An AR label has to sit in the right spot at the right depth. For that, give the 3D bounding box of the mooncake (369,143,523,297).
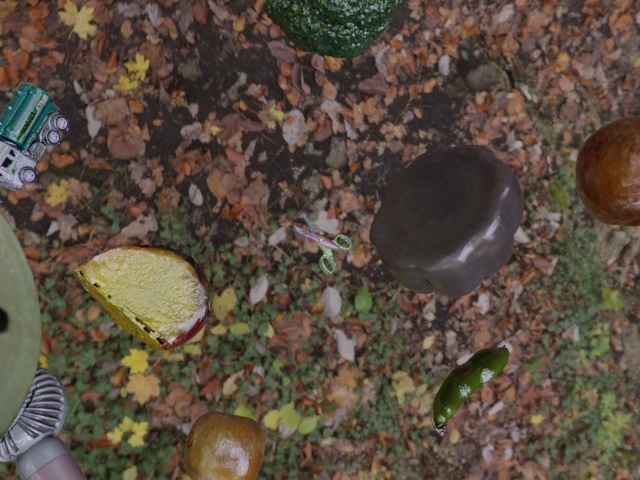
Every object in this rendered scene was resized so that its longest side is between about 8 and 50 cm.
[{"bbox_3d":[0.252,-0.038,1.066,0.306,0.306,0.154,-36,134,9],"label":"mooncake"}]

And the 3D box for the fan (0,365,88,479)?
[{"bbox_3d":[-0.384,0.273,0.713,0.130,0.244,0.074,-35,165,-20],"label":"fan"}]

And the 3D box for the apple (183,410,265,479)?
[{"bbox_3d":[-0.245,0.541,1.372,0.211,0.187,0.211,11,157,5],"label":"apple"}]

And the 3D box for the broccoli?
[{"bbox_3d":[0.027,-0.509,1.056,0.298,0.297,0.297,-19,117,-4],"label":"broccoli"}]

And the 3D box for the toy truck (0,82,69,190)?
[{"bbox_3d":[-0.249,-0.086,0.443,0.044,0.039,0.083,47,59,-53],"label":"toy truck"}]

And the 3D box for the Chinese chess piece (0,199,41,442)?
[{"bbox_3d":[-0.404,0.062,0.451,0.147,0.349,0.349,-18,128,12],"label":"Chinese chess piece"}]

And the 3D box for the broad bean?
[{"bbox_3d":[0.274,0.262,0.994,0.255,0.065,0.046,-32,143,-34],"label":"broad bean"}]

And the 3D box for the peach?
[{"bbox_3d":[-0.227,0.072,0.692,0.172,0.127,0.092,17,160,-9],"label":"peach"}]

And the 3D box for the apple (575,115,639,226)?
[{"bbox_3d":[0.539,-0.114,0.915,0.189,0.188,0.173,6,80,-20],"label":"apple"}]

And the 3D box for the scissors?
[{"bbox_3d":[0.000,0.000,1.559,0.187,0.020,0.133,42,65,-15],"label":"scissors"}]
